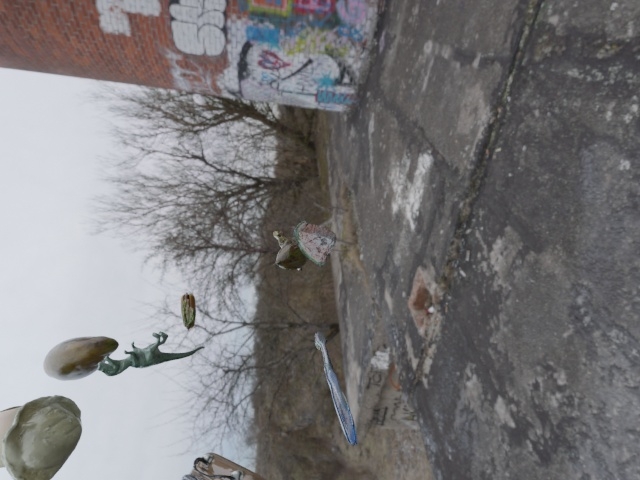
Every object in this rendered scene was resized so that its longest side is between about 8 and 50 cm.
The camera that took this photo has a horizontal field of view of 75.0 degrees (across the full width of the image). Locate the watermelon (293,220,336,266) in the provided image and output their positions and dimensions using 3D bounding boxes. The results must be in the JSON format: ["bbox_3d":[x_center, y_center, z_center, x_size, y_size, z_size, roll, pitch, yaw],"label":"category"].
[{"bbox_3d":[0.000,0.000,1.412,0.187,0.139,0.071,55,-142,-34],"label":"watermelon"}]

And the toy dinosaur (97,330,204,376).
[{"bbox_3d":[-0.501,0.336,1.329,0.383,0.076,0.129,3,-69,-49],"label":"toy dinosaur"}]

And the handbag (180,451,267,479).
[{"bbox_3d":[-0.225,0.644,1.038,0.283,0.301,0.149,53,-126,-29],"label":"handbag"}]

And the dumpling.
[{"bbox_3d":[-0.726,0.503,1.093,0.179,0.131,0.252,55,-162,-24],"label":"dumpling"}]

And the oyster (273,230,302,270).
[{"bbox_3d":[-0.135,0.033,1.876,0.223,0.083,0.214,53,177,12],"label":"oyster"}]

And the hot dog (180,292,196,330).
[{"bbox_3d":[-0.456,0.245,1.436,0.041,0.056,0.133,-17,-75,-86],"label":"hot dog"}]

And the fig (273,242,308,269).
[{"bbox_3d":[-0.120,0.068,1.601,0.154,0.109,0.103,-28,-78,-53],"label":"fig"}]

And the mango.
[{"bbox_3d":[-0.849,0.413,1.485,0.192,0.316,0.146,10,-118,-60],"label":"mango"}]

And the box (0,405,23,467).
[{"bbox_3d":[-0.954,0.638,1.365,0.212,0.095,0.168,98,155,-65],"label":"box"}]

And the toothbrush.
[{"bbox_3d":[0.036,0.393,1.165,0.413,0.035,0.042,-116,28,-61],"label":"toothbrush"}]
